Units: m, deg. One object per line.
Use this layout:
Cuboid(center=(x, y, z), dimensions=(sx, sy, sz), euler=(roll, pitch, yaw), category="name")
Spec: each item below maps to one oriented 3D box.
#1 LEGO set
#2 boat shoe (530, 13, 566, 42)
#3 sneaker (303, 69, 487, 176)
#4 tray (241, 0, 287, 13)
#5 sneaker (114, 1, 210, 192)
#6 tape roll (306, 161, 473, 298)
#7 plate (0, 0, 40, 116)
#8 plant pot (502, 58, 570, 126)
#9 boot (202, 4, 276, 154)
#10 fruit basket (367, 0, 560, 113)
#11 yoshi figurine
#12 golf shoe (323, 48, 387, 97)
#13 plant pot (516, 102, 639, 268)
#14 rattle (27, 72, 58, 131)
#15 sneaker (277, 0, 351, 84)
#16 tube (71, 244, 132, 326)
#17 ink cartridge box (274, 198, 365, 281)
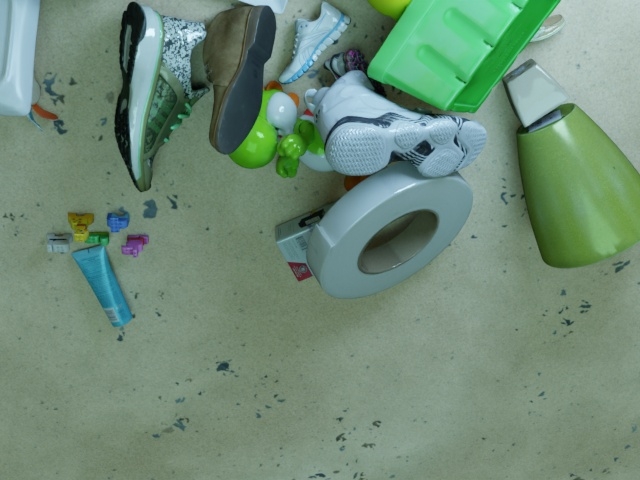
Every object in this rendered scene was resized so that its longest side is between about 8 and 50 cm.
Cuboid(center=(-0.505, -0.009, 1.817), dimensions=(0.227, 0.093, 0.087), euler=(0, 122, -6), category="LEGO set")
Cuboid(center=(0.433, -0.434, 1.666), dimensions=(0.135, 0.050, 0.045), euler=(-22, 127, 8), category="boat shoe")
Cuboid(center=(0.145, -0.236, 1.603), dimensions=(0.366, 0.210, 0.137), euler=(-5, 136, -28), category="sneaker")
Cuboid(center=(-0.176, -0.543, 1.551), dimensions=(0.270, 0.030, 0.145), euler=(15, 120, -15), category="tray")
Cuboid(center=(-0.312, -0.273, 1.654), dimensions=(0.182, 0.158, 0.410), euler=(-3, 129, -24), category="sneaker")
Cuboid(center=(0.152, -0.020, 1.772), dimensions=(0.392, 0.072, 0.392), euler=(-25, 150, -15), category="tape roll")
Cuboid(center=(-0.672, -0.376, 1.505), dimensions=(0.277, 0.045, 0.278), euler=(3, 83, -8), category="plate")
Cuboid(center=(0.442, -0.318, 1.713), dimensions=(0.109, 0.109, 0.096), euler=(-34, 107, 15), category="plant pot")
Cuboid(center=(-0.177, -0.311, 1.579), dimensions=(0.115, 0.305, 0.112), euler=(8, 167, 21), category="boot")
Cuboid(center=(0.214, -0.466, 1.548), dimensions=(0.392, 0.283, 0.392), euler=(4, 98, 31), category="fruit basket")
Cuboid(center=(-0.051, -0.186, 1.696), dimensions=(0.362, 0.203, 0.203), euler=(24, 123, -16), category="yoshi figurine")
Cuboid(center=(0.079, -0.319, 1.706), dimensions=(0.086, 0.067, 0.186), euler=(-6, 134, 36), category="golf shoe")
Cuboid(center=(0.547, -0.136, 1.763), dimensions=(0.275, 0.275, 0.293), euler=(-28, 106, 12), category="plant pot")
Cuboid(center=(-0.639, -0.305, 1.636), dimensions=(0.143, 0.130, 0.199), euler=(-8, 150, 13), category="rattle")
Cuboid(center=(-0.031, -0.400, 1.640), dimensions=(0.083, 0.071, 0.190), euler=(39, 103, -18), category="sneaker")
Cuboid(center=(-0.508, 0.108, 1.920), dimensions=(0.080, 0.052, 0.207), euler=(-18, 117, 0), category="tube")
Cuboid(center=(0.000, 0.000, 1.884), dimensions=(0.175, 0.072, 0.127), euler=(-23, 121, 8), category="ink cartridge box")
